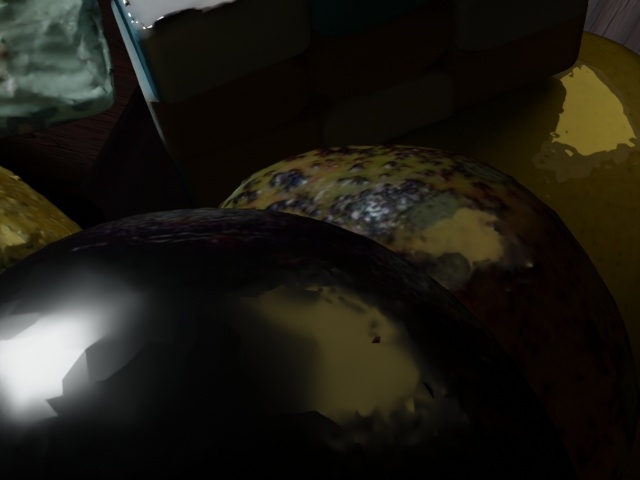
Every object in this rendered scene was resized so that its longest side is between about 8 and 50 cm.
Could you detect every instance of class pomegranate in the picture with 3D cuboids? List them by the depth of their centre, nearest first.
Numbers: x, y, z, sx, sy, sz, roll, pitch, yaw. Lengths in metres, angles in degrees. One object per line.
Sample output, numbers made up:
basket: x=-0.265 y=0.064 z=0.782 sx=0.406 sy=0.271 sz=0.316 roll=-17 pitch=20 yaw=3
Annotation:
pomegranate: x=0.002 y=0.095 z=0.940 sx=0.340 sy=0.285 sz=0.285 roll=-25 pitch=49 yaw=-38

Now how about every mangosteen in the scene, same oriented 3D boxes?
mangosteen: x=-0.024 y=0.106 z=0.693 sx=0.275 sy=0.275 sz=0.302 roll=32 pitch=22 yaw=5

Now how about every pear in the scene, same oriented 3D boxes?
pear: x=0.175 y=-0.015 z=1.538 sx=0.418 sy=0.362 sz=0.362 roll=-4 pitch=27 yaw=-26

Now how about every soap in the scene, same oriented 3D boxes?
soap: x=-0.110 y=-0.098 z=1.516 sx=0.122 sy=0.203 sz=0.065 roll=20 pitch=14 yaw=-41

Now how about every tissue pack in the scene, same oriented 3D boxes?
tissue pack: x=-0.284 y=-0.166 z=1.334 sx=0.228 sy=0.128 sz=0.311 roll=-12 pitch=20 yaw=-8

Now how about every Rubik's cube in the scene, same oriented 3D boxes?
Rubik's cube: x=-0.015 y=-0.276 z=1.289 sx=0.344 sy=0.347 sz=0.346 roll=84 pitch=-15 yaw=-71

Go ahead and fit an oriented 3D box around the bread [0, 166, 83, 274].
bread: x=-0.221 y=0.005 z=1.045 sx=0.138 sy=0.102 sz=0.196 roll=22 pitch=12 yaw=-47
